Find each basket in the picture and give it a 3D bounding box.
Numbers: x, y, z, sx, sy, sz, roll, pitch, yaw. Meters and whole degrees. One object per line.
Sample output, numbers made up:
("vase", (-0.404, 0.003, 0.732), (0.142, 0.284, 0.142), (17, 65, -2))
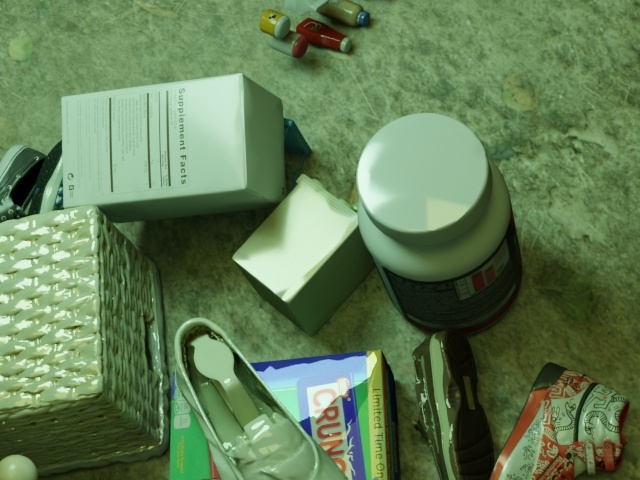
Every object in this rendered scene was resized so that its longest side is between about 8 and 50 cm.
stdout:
("basket", (-0.420, 0.158, 1.854), (0.331, 0.266, 0.328), (-10, 64, 7))

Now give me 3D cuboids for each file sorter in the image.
("file sorter", (-0.122, -0.144, 1.995), (0.170, 0.118, 0.104), (16, 75, 19))

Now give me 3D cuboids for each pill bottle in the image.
("pill bottle", (0.167, -0.016, 1.732), (0.210, 0.363, 0.210), (-5, 66, 11))

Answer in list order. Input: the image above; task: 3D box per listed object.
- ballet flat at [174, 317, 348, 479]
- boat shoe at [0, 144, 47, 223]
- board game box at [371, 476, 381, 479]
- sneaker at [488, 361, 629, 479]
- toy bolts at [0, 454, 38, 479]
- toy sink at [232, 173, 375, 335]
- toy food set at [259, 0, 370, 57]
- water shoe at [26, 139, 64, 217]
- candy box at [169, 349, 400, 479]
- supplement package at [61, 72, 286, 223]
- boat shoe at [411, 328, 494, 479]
("ballet flat", (-0.093, 0.246, 1.638), (0.139, 0.139, 0.400), (-38, 50, -5))
("boat shoe", (-0.520, -0.055, 2.078), (0.076, 0.080, 0.228), (14, 63, 20))
("board game box", (0.098, 0.402, 1.554), (0.211, 0.039, 0.160), (24, 52, 39))
("sneaker", (0.327, 0.308, 1.705), (0.145, 0.090, 0.270), (20, 70, 23))
("toy bolts", (-0.479, 0.311, 1.621), (0.158, 0.228, 0.218), (-27, 41, 9))
("toy sink", (0.000, 0.000, 1.884), (0.131, 0.153, 0.234), (38, 81, 25))
("toy food set", (0.006, -0.369, 2.057), (0.104, 0.111, 0.232), (26, 44, 22))
("water shoe", (-0.430, -0.074, 2.066), (0.073, 0.080, 0.203), (-7, 61, 52))
("candy box", (-0.049, 0.313, 1.774), (0.317, 0.122, 0.268), (-6, 64, 9))
("supplement package", (-0.217, -0.133, 1.865), (0.293, 0.177, 0.175), (-5, 82, 17))
("boat shoe", (0.180, 0.261, 1.774), (0.095, 0.095, 0.257), (-26, 57, 41))
